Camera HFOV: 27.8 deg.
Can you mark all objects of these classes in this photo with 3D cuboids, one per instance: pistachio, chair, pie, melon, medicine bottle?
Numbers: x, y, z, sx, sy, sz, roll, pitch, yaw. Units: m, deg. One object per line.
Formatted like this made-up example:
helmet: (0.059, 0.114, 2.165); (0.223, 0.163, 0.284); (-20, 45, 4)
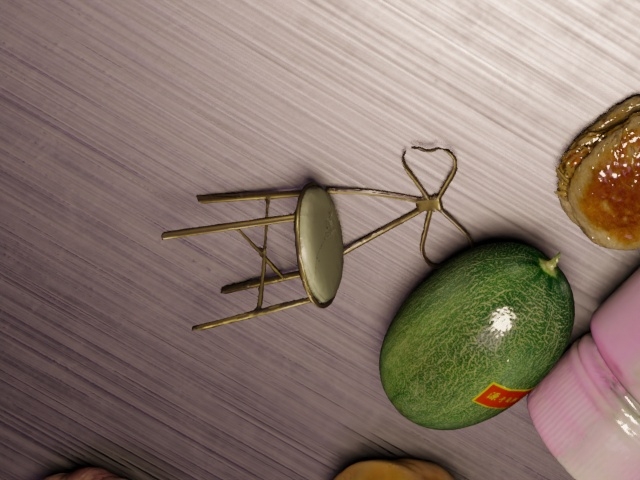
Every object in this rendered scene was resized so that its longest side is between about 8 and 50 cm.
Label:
pistachio: (0.096, 0.391, 1.660); (0.212, 0.163, 0.260); (31, 129, 17)
chair: (0.000, 0.000, 1.511); (0.325, 0.170, 0.160); (-7, 109, 18)
pie: (0.365, -0.074, 1.467); (0.163, 0.079, 0.193); (39, 110, -14)
melon: (0.185, 0.107, 1.502); (0.182, 0.182, 0.288); (36, 127, -7)
medicine bottle: (0.430, 0.114, 1.455); (0.219, 0.219, 0.388); (38, 111, -8)

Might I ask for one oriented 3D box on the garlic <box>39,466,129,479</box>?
garlic: (-0.291, 0.414, 1.724); (0.245, 0.160, 0.245); (7, 105, 26)
